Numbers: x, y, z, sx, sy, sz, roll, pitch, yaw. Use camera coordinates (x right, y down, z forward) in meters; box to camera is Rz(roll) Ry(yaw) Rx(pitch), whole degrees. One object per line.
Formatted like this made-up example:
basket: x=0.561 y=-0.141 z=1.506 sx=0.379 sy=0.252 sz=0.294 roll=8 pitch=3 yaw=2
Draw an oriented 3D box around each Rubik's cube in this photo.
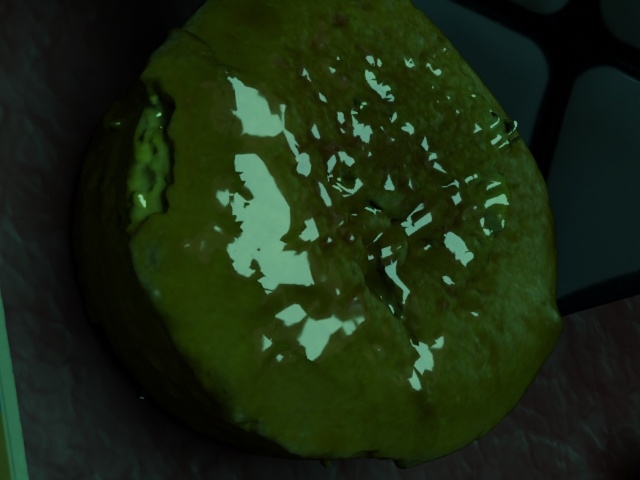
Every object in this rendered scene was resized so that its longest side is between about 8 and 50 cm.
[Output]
Rubik's cube: x=0.227 y=-0.147 z=0.907 sx=0.305 sy=0.310 sz=0.307 roll=-26 pitch=93 yaw=-45

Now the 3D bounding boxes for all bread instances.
bread: x=0.000 y=0.000 z=0.777 sx=0.268 sy=0.146 sz=0.268 roll=10 pitch=72 yaw=-33

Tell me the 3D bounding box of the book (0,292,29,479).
book: x=-0.199 y=0.050 z=0.650 sx=0.170 sy=0.018 sz=0.241 roll=-1 pitch=77 yaw=-56
